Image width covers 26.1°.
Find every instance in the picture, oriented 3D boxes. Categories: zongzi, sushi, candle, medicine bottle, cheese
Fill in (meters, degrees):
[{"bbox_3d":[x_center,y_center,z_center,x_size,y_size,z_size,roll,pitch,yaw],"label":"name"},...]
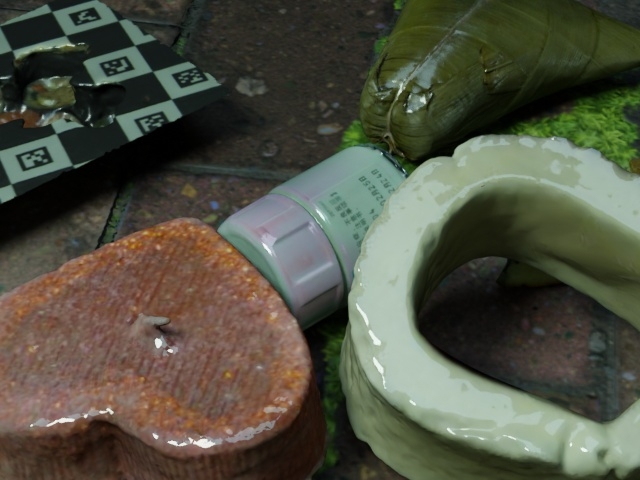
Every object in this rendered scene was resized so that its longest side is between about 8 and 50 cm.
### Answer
[{"bbox_3d":[0.214,-0.172,1.481,0.300,0.145,0.274,19,51,9],"label":"zongzi"},{"bbox_3d":[-0.309,-0.127,1.480,0.339,0.069,0.320,-30,44,-28],"label":"sushi"},{"bbox_3d":[-0.140,0.092,1.190,0.316,0.131,0.287,8,43,13],"label":"candle"},{"bbox_3d":[0.000,0.000,1.300,0.168,0.135,0.135,-30,52,-28],"label":"medicine bottle"},{"bbox_3d":[0.190,0.083,1.165,0.332,0.153,0.292,24,64,11],"label":"cheese"}]

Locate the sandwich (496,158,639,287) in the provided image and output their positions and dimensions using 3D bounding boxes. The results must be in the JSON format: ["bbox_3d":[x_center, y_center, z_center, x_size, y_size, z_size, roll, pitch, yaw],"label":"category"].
[{"bbox_3d":[0.284,-0.022,1.359,0.244,0.090,0.088,-8,48,-9],"label":"sandwich"}]
